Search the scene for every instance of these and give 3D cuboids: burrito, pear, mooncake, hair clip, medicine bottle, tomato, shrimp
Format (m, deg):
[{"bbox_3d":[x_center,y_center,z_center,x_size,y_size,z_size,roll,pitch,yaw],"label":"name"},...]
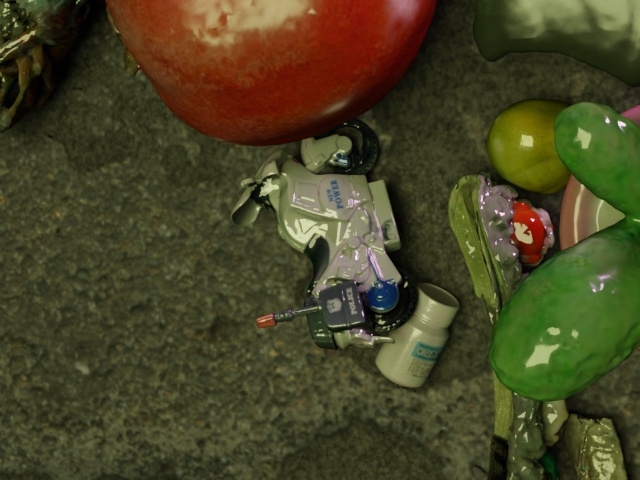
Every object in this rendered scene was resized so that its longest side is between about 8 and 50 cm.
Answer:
[{"bbox_3d":[0.258,0.233,1.437,0.051,0.042,0.171,-16,85,55],"label":"burrito"},{"bbox_3d":[0.188,-0.082,1.404,0.097,0.092,0.092,4,101,61],"label":"pear"},{"bbox_3d":[0.217,-0.197,1.363,0.175,0.104,0.168,46,109,9],"label":"mooncake"},{"bbox_3d":[0.179,0.097,1.419,0.091,0.138,0.321,-7,94,-5],"label":"hair clip"},{"bbox_3d":[0.090,0.087,1.486,0.052,0.052,0.089,31,109,17],"label":"medicine bottle"},{"bbox_3d":[-0.052,-0.248,1.384,0.289,0.293,0.325,-20,84,11],"label":"tomato"},{"bbox_3d":[-0.337,-0.196,1.584,0.372,0.137,0.172,-40,90,15],"label":"shrimp"}]

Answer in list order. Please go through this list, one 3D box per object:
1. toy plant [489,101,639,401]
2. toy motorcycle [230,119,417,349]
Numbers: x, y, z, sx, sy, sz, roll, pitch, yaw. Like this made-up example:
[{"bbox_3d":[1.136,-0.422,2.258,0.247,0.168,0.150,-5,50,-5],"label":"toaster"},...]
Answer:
[{"bbox_3d":[0.294,-0.023,1.222,0.317,0.356,0.211,-38,74,25],"label":"toy plant"},{"bbox_3d":[0.000,0.000,1.479,0.150,0.102,0.221,-15,72,1],"label":"toy motorcycle"}]
